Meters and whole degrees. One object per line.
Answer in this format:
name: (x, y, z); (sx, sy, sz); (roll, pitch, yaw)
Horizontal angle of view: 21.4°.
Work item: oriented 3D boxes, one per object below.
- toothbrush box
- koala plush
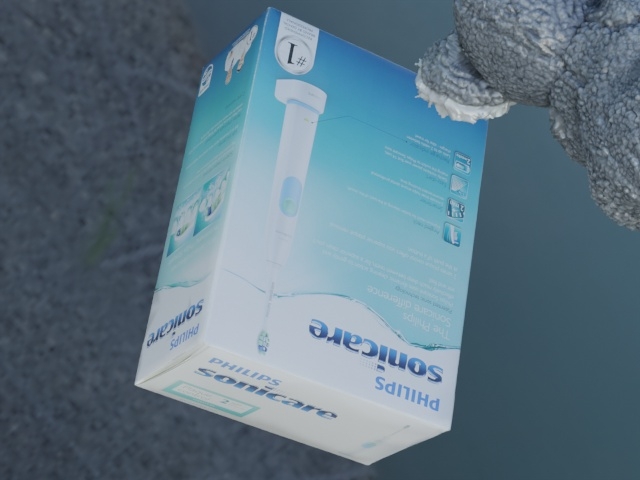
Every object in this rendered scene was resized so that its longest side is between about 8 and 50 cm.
toothbrush box: (0.000, 0.000, 1.336); (0.216, 0.126, 0.295); (21, 60, -23)
koala plush: (0.176, -0.124, 1.092); (0.221, 0.196, 0.203); (33, 36, 14)
